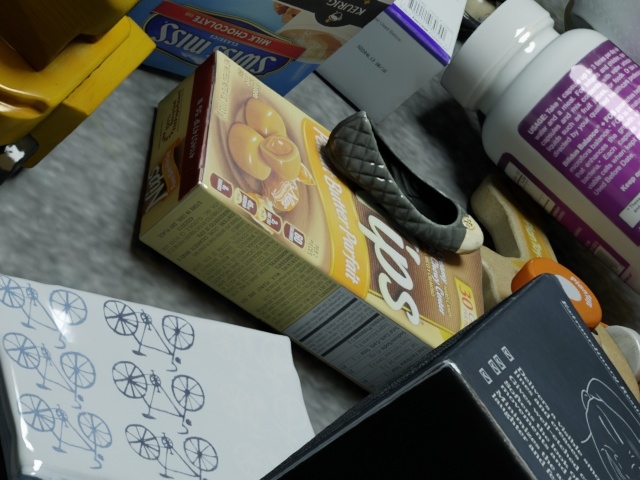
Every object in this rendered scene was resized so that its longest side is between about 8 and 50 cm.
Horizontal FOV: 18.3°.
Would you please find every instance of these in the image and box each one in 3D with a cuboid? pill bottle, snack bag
[{"bbox_3d":[0.268,-0.101,1.954,0.301,0.169,0.169,44,31,8],"label":"pill bottle"},{"bbox_3d":[-0.096,0.192,1.416,0.323,0.037,0.342,17,46,-43],"label":"snack bag"}]

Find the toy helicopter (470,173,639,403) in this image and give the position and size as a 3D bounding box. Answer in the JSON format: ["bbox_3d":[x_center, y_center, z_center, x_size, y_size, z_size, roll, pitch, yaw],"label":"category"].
[{"bbox_3d":[0.222,0.054,1.870,0.235,0.140,0.355,27,27,-24],"label":"toy helicopter"}]

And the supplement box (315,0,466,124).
[{"bbox_3d":[0.070,-0.235,1.974,0.111,0.114,0.220,41,35,-15],"label":"supplement box"}]

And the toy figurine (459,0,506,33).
[{"bbox_3d":[0.155,-0.353,2.178,0.213,0.148,0.209,40,28,-15],"label":"toy figurine"}]

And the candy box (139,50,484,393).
[{"bbox_3d":[0.000,0.000,1.676,0.316,0.087,0.183,34,35,-25],"label":"candy box"}]

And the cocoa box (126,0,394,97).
[{"bbox_3d":[-0.092,-0.338,1.764,0.231,0.228,0.347,14,48,-44],"label":"cocoa box"}]

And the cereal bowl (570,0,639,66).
[{"bbox_3d":[0.362,-0.215,2.070,0.339,0.141,0.339,56,0,-1],"label":"cereal bowl"}]

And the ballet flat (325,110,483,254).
[{"bbox_3d":[0.078,-0.044,1.688,0.173,0.049,0.057,37,32,-22],"label":"ballet flat"}]

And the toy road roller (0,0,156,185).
[{"bbox_3d":[-0.218,-0.182,1.440,0.202,0.240,0.329,47,33,-9],"label":"toy road roller"}]

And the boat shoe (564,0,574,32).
[{"bbox_3d":[0.383,-0.131,2.270,0.340,0.127,0.113,56,-7,18],"label":"boat shoe"}]

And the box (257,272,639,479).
[{"bbox_3d":[0.134,0.221,1.424,0.293,0.212,0.395,55,17,4],"label":"box"}]
